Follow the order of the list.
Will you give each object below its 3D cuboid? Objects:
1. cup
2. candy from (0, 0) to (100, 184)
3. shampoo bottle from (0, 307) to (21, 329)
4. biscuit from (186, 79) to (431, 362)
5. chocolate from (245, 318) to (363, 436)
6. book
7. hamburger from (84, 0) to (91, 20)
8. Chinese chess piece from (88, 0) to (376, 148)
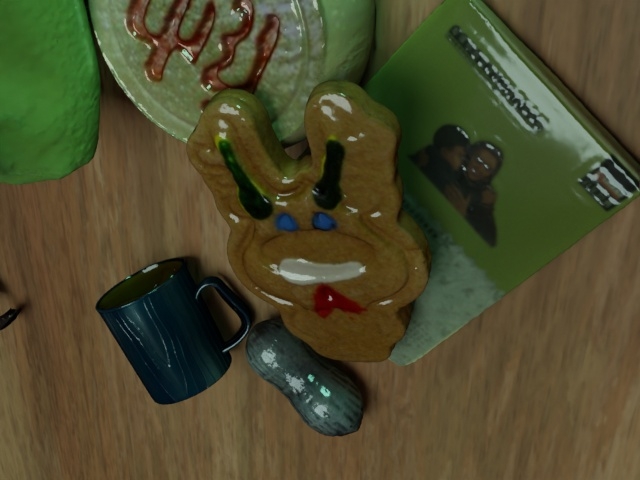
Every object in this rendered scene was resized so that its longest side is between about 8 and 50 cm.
[{"bbox_3d":[-0.167,0.106,1.093,0.150,0.113,0.138,-12,112,38],"label":"cup"},{"bbox_3d":[-0.289,-0.207,0.856,0.132,0.142,0.343,45,148,38],"label":"candy"},{"bbox_3d":[-0.506,0.027,1.282,0.236,0.067,0.068,47,149,-4],"label":"shampoo bottle"},{"bbox_3d":[0.000,0.000,0.874,0.202,0.047,0.333,1,134,20],"label":"biscuit"},{"bbox_3d":[-0.017,0.156,1.061,0.167,0.072,0.072,46,131,2],"label":"chocolate"},{"bbox_3d":[0.101,-0.038,0.896,0.239,0.035,0.352,46,131,0],"label":"book"},{"bbox_3d":[-0.306,-0.312,0.933,0.231,0.107,0.230,13,118,27],"label":"hamburger"},{"bbox_3d":[-0.081,-0.209,0.853,0.270,0.112,0.270,15,126,23],"label":"Chinese chess piece"}]
